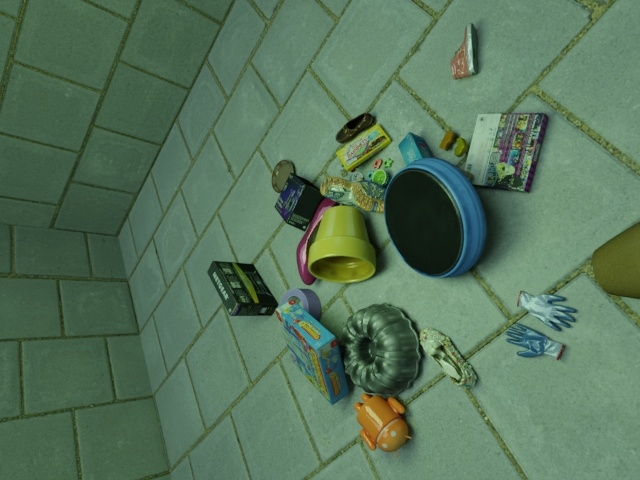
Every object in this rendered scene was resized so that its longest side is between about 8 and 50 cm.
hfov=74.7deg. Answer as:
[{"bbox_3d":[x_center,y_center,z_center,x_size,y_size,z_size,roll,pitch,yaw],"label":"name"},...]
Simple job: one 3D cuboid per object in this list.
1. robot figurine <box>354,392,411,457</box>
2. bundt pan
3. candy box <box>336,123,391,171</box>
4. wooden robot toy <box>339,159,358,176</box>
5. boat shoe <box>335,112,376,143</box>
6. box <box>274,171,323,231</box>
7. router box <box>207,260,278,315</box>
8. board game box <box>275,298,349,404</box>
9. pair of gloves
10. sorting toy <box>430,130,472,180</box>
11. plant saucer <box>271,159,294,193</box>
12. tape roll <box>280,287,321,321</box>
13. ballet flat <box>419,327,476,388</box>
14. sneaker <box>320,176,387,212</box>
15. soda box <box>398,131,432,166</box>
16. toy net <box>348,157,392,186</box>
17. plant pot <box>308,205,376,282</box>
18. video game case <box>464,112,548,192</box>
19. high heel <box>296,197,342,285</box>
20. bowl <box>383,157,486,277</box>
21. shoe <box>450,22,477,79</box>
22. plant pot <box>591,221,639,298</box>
[{"bbox_3d":[0.214,0.627,1.447,0.219,0.157,0.128,40,147,42],"label":"robot figurine"},{"bbox_3d":[0.188,0.390,1.493,0.330,0.124,0.332,-4,85,50],"label":"bundt pan"},{"bbox_3d":[0.169,-0.369,1.666,0.205,0.027,0.105,-34,56,9],"label":"candy box"},{"bbox_3d":[0.116,-0.335,1.733,0.173,0.078,0.076,-48,53,30],"label":"wooden robot toy"},{"bbox_3d":[0.132,-0.471,1.744,0.206,0.073,0.073,-25,67,42],"label":"boat shoe"},{"bbox_3d":[-0.100,-0.175,1.841,0.185,0.103,0.261,-61,25,9],"label":"box"},{"bbox_3d":[-0.378,0.230,2.030,0.309,0.242,0.081,50,118,38],"label":"router box"},{"bbox_3d":[-0.034,0.427,1.626,0.301,0.086,0.309,31,142,50],"label":"board game box"},{"bbox_3d":[0.612,0.241,1.178,0.159,0.023,0.199,20,97,47],"label":"pair of gloves"},{"bbox_3d":[0.416,-0.202,1.418,0.229,0.041,0.308,47,117,54],"label":"sorting toy"},{"bbox_3d":[-0.180,-0.313,2.067,0.168,0.029,0.169,-10,76,44],"label":"plant saucer"},{"bbox_3d":[-0.089,0.306,1.840,0.188,0.080,0.189,-10,77,45],"label":"tape roll"},{"bbox_3d":[0.394,0.368,1.340,0.241,0.077,0.091,45,116,40],"label":"ballet flat"},{"bbox_3d":[0.151,-0.180,1.642,0.296,0.131,0.112,20,91,17],"label":"sneaker"},{"bbox_3d":[0.342,-0.281,1.464,0.071,0.067,0.210,-50,37,38],"label":"soda box"},{"bbox_3d":[0.182,-0.261,1.678,0.232,0.045,0.122,-3,82,46],"label":"toy net"},{"bbox_3d":[0.085,0.007,1.610,0.253,0.253,0.239,-24,52,41],"label":"plant pot"},{"bbox_3d":[0.561,-0.274,1.294,0.210,0.041,0.233,17,96,48],"label":"video game case"},{"bbox_3d":[0.000,0.000,1.759,0.181,0.127,0.378,-6,77,52],"label":"high heel"},{"bbox_3d":[0.343,-0.062,1.340,0.391,0.077,0.392,41,140,46],"label":"bowl"},{"bbox_3d":[0.482,-0.637,1.418,0.081,0.063,0.178,-3,85,40],"label":"shoe"},{"bbox_3d":[0.768,0.041,0.933,0.254,0.236,0.238,-31,62,56],"label":"plant pot"}]
